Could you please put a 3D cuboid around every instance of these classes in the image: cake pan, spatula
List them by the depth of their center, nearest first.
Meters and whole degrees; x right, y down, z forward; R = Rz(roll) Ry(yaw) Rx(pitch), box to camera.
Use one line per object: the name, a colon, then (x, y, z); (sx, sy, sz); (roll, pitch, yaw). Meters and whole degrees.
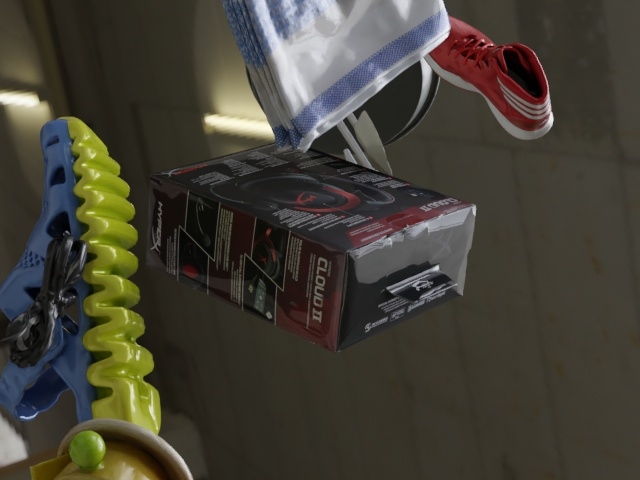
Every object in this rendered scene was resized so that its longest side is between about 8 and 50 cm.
spatula: (0.051, -0.100, 1.474); (0.242, 0.019, 0.168); (-115, -175, -54)
cake pan: (0.027, -0.248, 1.837); (0.054, 0.293, 0.293); (-72, 163, -58)

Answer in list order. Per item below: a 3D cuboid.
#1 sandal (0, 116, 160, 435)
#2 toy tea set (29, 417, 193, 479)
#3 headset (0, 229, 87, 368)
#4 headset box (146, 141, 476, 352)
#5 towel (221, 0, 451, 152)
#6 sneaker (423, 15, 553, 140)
sandal: (-0.235, 0.039, 1.142); (0.126, 0.138, 0.317); (55, 26, -70)
toy tea set: (-0.076, 0.267, 0.736); (0.200, 0.124, 0.336); (8, -56, 15)
headset: (-0.401, 0.010, 1.026); (0.243, 0.394, 0.185); (111, -2, -58)
headset box: (0.000, 0.000, 1.290); (0.293, 0.218, 0.110); (21, -64, 34)
towel: (-0.001, -0.234, 0.941); (0.034, 0.209, 0.285); (11, -49, 46)
sneaker: (0.208, -0.232, 1.556); (0.221, 0.087, 0.128); (42, -16, 19)
